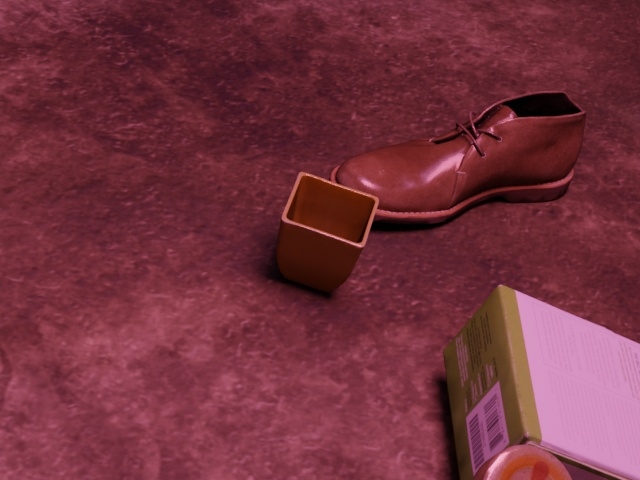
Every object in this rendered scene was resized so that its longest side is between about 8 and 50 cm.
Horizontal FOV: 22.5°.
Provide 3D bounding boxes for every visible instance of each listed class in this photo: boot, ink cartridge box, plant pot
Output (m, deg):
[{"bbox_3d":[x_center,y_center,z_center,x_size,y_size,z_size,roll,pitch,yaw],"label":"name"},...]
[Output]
[{"bbox_3d":[0.146,-0.096,1.674,0.305,0.115,0.112,-12,49,-30],"label":"boot"},{"bbox_3d":[0.247,0.172,1.416,0.255,0.097,0.189,23,36,-20],"label":"ink cartridge box"},{"bbox_3d":[0.000,0.000,1.529,0.081,0.083,0.081,19,39,1],"label":"plant pot"}]

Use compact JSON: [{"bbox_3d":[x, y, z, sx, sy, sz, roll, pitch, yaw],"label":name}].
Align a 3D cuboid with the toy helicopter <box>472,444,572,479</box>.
[{"bbox_3d":[0.061,0.272,1.183,0.355,0.140,0.235,-28,79,-28],"label":"toy helicopter"}]
